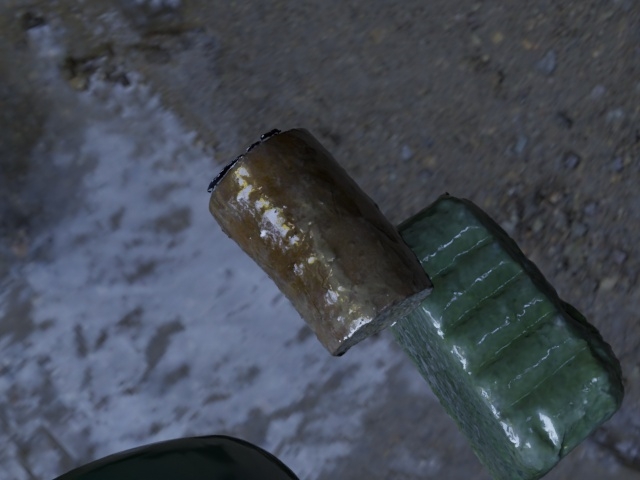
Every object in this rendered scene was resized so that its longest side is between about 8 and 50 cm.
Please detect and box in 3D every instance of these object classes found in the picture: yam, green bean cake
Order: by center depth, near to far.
[{"bbox_3d":[-0.001,0.001,0.885,0.084,0.084,0.127,-47,72,29],"label":"yam"},{"bbox_3d":[0.111,0.068,1.038,0.094,0.183,0.185,-38,77,-8],"label":"green bean cake"}]

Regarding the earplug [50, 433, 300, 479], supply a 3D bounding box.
[{"bbox_3d":[-0.152,0.129,0.435,0.280,0.257,0.164,2,132,16],"label":"earplug"}]
